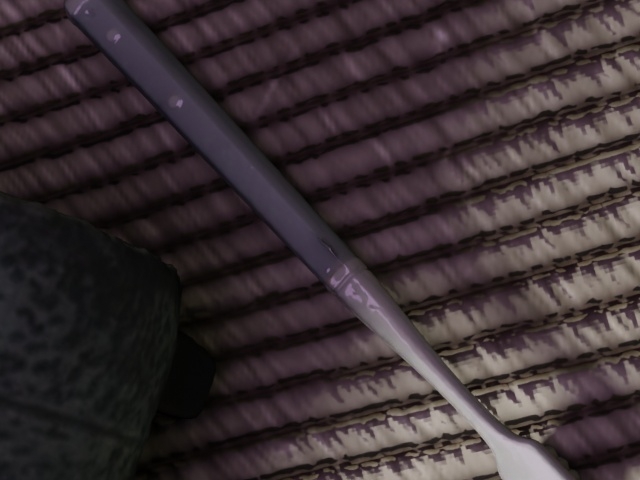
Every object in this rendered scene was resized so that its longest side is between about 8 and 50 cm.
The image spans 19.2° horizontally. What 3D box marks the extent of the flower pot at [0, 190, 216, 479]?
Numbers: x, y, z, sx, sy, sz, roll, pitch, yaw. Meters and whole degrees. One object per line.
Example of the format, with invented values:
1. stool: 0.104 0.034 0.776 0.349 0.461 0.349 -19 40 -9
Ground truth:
1. flower pot: -0.207 0.114 0.787 0.299 0.299 0.283 12 79 23

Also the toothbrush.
1. toothbrush: -0.001 0.000 0.823 0.342 0.030 0.025 46 104 18
